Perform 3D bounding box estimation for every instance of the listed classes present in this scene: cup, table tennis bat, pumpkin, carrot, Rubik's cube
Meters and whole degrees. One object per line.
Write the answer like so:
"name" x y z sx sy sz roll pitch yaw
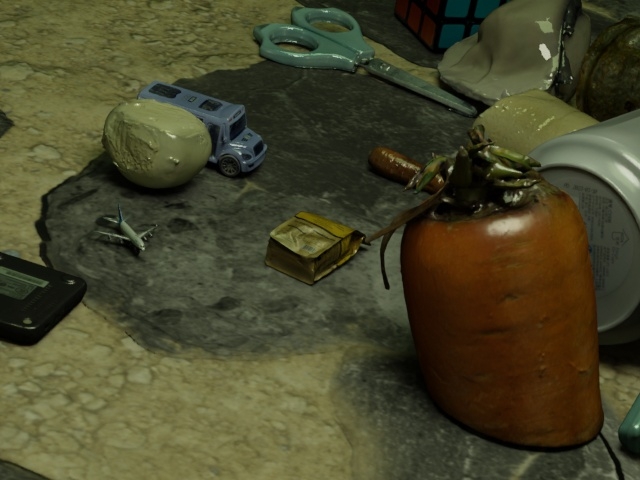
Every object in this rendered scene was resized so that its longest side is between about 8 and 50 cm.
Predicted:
"cup" 0.398 -0.047 1.871 0.327 0.323 0.237 -19 77 -46
"table tennis bat" 0.372 0.122 1.728 0.040 0.153 0.244 18 53 26
"pumpkin" 0.539 -0.228 2.322 0.325 0.242 0.232 -22 34 -39
"carrot" 0.174 0.035 1.689 0.214 0.331 0.193 7 26 31
"Rubik's cube" 0.225 -0.393 2.588 0.162 0.161 0.163 -2 30 -21
"carrot" 0.134 -0.079 2.116 0.165 0.036 0.035 24 31 17

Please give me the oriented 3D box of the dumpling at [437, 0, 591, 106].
"dumpling" 0.290 -0.284 2.410 0.204 0.163 0.293 26 39 8

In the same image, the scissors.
"scissors" 0.076 -0.251 2.420 0.360 0.029 0.191 29 38 23

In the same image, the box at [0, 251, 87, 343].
"box" -0.320 0.056 1.711 0.126 0.027 0.125 18 29 13

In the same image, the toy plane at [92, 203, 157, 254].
"toy plane" -0.214 -0.008 1.869 0.078 0.024 0.084 -5 39 -29

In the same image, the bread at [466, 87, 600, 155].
"bread" 0.283 -0.115 2.131 0.148 0.134 0.141 0 28 -47

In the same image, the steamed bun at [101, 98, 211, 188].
"steamed bun" -0.193 -0.111 1.994 0.130 0.091 0.112 23 26 25

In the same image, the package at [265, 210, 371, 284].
"package" 0.000 0.000 1.908 0.071 0.047 0.131 23 32 27

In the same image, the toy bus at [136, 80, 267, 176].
"toy bus" -0.148 -0.141 2.080 0.167 0.076 0.073 18 29 13
